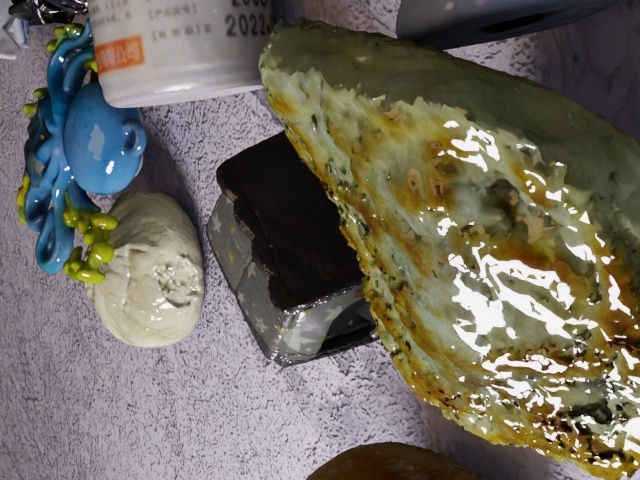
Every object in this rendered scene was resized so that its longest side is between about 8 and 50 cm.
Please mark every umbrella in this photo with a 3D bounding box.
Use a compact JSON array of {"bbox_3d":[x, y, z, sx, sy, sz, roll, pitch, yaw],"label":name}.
[{"bbox_3d":[-0.365,-0.348,1.874,0.154,0.128,0.336,-54,24,11],"label":"umbrella"}]

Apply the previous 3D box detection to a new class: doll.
[{"bbox_3d":[-0.317,-0.119,1.855,0.341,0.099,0.346,3,91,57],"label":"doll"}]

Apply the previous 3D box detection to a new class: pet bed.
[{"bbox_3d":[0.000,0.000,1.444,0.211,0.183,0.159,63,150,27],"label":"pet bed"}]

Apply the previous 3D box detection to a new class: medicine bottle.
[{"bbox_3d":[-0.172,-0.347,1.574,0.211,0.211,0.371,-2,98,57],"label":"medicine bottle"}]

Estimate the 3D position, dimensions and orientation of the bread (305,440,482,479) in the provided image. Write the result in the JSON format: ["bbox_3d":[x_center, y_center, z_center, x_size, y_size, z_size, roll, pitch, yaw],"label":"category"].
[{"bbox_3d":[0.101,0.306,1.380,0.246,0.176,0.195,21,128,50],"label":"bread"}]

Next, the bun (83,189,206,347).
[{"bbox_3d":[-0.248,0.036,1.871,0.220,0.134,0.220,22,116,57],"label":"bun"}]

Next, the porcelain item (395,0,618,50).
[{"bbox_3d":[0.113,-0.368,1.103,0.178,0.242,0.405,163,95,-82],"label":"porcelain item"}]

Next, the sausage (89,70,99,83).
[{"bbox_3d":[-0.264,-0.278,1.864,0.083,0.083,0.264,48,135,39],"label":"sausage"}]

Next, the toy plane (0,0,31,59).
[{"bbox_3d":[-0.482,-0.382,2.074,0.267,0.123,0.267,7,-90,-84],"label":"toy plane"}]

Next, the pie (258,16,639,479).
[{"bbox_3d":[0.129,-0.004,1.100,0.418,0.180,0.395,54,158,-25],"label":"pie"}]
